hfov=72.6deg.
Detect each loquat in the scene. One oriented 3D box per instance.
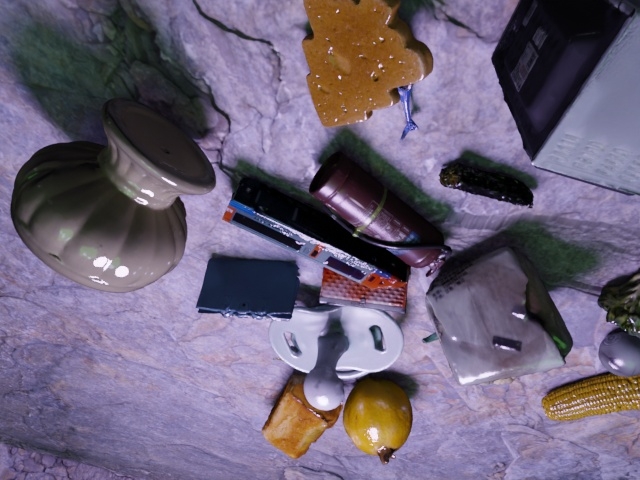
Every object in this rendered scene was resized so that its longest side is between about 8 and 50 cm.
[{"bbox_3d":[0.170,0.528,1.266,0.213,0.246,0.213,-3,129,-3],"label":"loquat"}]

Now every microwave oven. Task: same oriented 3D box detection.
[{"bbox_3d":[0.350,-0.199,0.521,0.237,0.295,0.181,14,134,-3],"label":"microwave oven"}]

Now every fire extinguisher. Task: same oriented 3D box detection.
[{"bbox_3d":[0.129,-0.028,0.857,0.341,0.105,0.141,35,150,-22],"label":"fire extinguisher"}]

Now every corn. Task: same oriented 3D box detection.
[{"bbox_3d":[0.741,0.415,1.161,0.313,0.102,0.102,-28,123,35],"label":"corn"}]

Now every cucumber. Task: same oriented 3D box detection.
[{"bbox_3d":[0.307,-0.098,0.793,0.181,0.053,0.053,16,133,-8],"label":"cucumber"}]

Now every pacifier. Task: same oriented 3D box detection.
[{"bbox_3d":[0.029,0.290,1.051,0.343,0.269,0.288,-8,123,20],"label":"pacifier"}]

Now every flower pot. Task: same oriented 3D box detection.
[{"bbox_3d":[-0.335,-0.087,0.766,0.244,0.307,0.307,-42,116,18],"label":"flower pot"}]

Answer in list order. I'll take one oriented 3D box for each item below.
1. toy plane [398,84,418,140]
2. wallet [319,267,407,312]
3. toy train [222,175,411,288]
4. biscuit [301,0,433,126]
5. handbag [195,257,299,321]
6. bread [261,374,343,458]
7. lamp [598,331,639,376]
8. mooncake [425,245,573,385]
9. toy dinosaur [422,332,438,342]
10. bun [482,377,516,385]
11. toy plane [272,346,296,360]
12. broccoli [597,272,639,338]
[{"bbox_3d":[0.131,-0.241,0.695,0.062,0.054,0.167,11,138,35],"label":"toy plane"},{"bbox_3d":[0.100,0.103,0.990,0.196,0.103,0.020,7,168,6],"label":"wallet"},{"bbox_3d":[0.000,0.000,0.911,0.409,0.086,0.089,26,131,-14],"label":"toy train"},{"bbox_3d":[0.050,-0.266,0.661,0.212,0.041,0.239,35,145,2],"label":"biscuit"},{"bbox_3d":[-0.164,0.115,1.008,0.221,0.144,0.057,4,139,4],"label":"handbag"},{"bbox_3d":[-0.056,0.551,1.386,0.195,0.149,0.344,33,130,5],"label":"bread"},{"bbox_3d":[0.714,0.268,1.024,0.105,0.105,0.105,5,133,5],"label":"lamp"},{"bbox_3d":[0.358,0.159,0.915,0.254,0.250,0.136,-27,167,31],"label":"mooncake"},{"bbox_3d":[0.394,0.196,1.034,0.120,0.079,0.292,42,124,-20],"label":"toy dinosaur"},{"bbox_3d":[0.425,0.301,1.101,0.164,0.111,0.188,-26,120,26],"label":"bun"},{"bbox_3d":[-0.087,0.340,1.275,0.102,0.040,0.111,-27,124,32],"label":"toy plane"},{"bbox_3d":[0.714,0.094,0.832,0.288,0.248,0.246,3,98,21],"label":"broccoli"}]
